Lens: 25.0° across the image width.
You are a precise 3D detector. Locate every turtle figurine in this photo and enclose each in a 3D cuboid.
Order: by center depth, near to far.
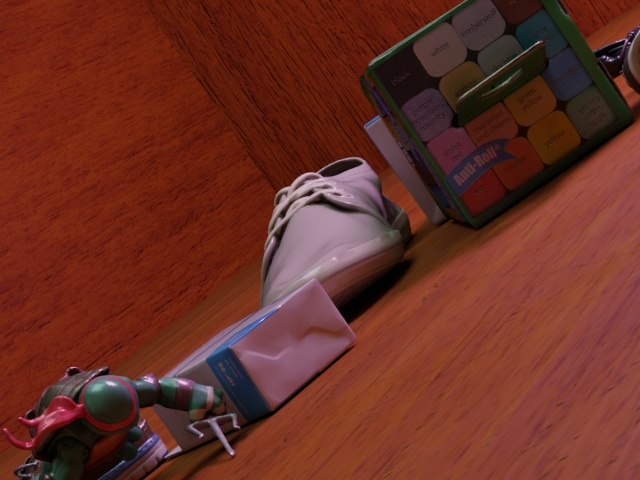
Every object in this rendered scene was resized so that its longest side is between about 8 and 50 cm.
[{"bbox_3d":[-0.150,0.143,1.017,0.175,0.118,0.234,-36,-2,-25],"label":"turtle figurine"}]

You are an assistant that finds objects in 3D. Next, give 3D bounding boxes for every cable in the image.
[{"bbox_3d":[0.398,-0.256,1.917,0.150,0.047,0.184,-36,2,-23],"label":"cable"}]

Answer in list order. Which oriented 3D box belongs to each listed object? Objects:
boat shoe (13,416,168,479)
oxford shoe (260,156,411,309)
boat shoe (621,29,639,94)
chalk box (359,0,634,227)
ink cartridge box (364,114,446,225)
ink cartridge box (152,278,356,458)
[{"bbox_3d":[-0.214,0.200,1.164,0.183,0.066,0.066,-36,3,-27],"label":"boat shoe"},{"bbox_3d":[0.000,0.000,1.460,0.169,0.130,0.449,-32,5,12],"label":"oxford shoe"},{"bbox_3d":[0.309,-0.160,1.071,0.228,0.081,0.068,-28,-2,-20],"label":"boat shoe"},{"bbox_3d":[0.159,-0.132,1.339,0.180,0.179,0.289,-34,4,2],"label":"chalk box"},{"bbox_3d":[0.145,-0.116,1.608,0.078,0.134,0.231,-34,3,25],"label":"ink cartridge box"},{"bbox_3d":[-0.067,0.104,1.132,0.104,0.060,0.180,-38,4,-39],"label":"ink cartridge box"}]
